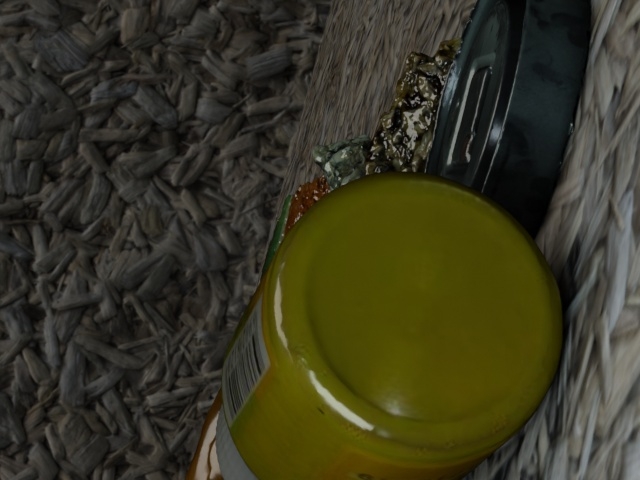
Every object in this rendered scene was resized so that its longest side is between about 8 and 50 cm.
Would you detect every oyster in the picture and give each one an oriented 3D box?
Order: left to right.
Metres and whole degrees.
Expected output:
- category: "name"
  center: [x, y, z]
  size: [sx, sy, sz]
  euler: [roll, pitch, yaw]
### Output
- category: "oyster"
  center: [0.057, -0.076, 2.279]
  size: [0.199, 0.087, 0.252]
  euler: [113, 157, -53]
- category: "oyster"
  center: [0.106, -0.128, 1.860]
  size: [0.223, 0.083, 0.214]
  euler: [-73, 8, -80]

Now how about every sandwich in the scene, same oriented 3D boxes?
- category: "sandwich"
  center: [-0.002, 0.008, 2.451]
  size: [0.160, 0.109, 0.185]
  euler: [-31, 39, 52]

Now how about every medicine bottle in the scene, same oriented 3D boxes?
- category: "medicine bottle"
  center: [0.034, 0.114, 1.364]
  size: [0.384, 0.224, 0.224]
  euler: [119, 164, -64]

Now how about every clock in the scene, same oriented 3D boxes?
- category: "clock"
  center: [0.157, -0.103, 1.500]
  size: [0.312, 0.061, 0.313]
  euler: [-166, 90, -83]

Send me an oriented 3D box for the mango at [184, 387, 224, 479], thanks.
- category: "mango"
  center: [-0.107, 0.322, 2.393]
  size: [0.201, 0.152, 0.287]
  euler: [-59, -12, -76]
